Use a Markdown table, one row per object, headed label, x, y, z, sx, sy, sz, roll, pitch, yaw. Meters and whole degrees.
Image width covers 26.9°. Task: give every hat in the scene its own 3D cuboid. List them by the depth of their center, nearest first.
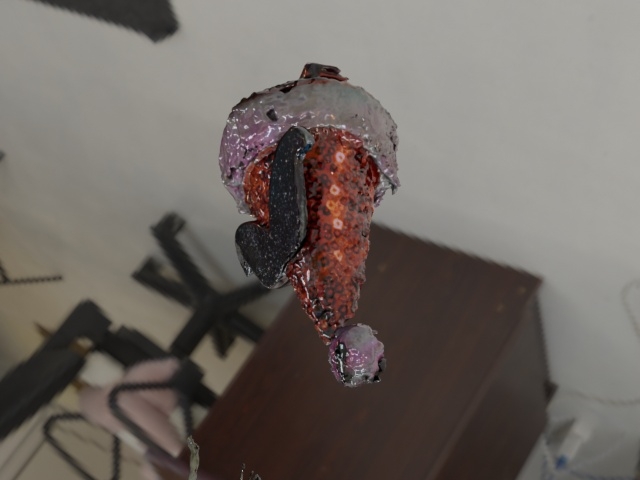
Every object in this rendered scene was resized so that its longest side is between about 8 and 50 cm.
| label | x | y | z | sx | sy | sz | roll | pitch | yaw |
| --- | --- | --- | --- | --- | --- | --- | --- | --- | --- |
| hat | -0.004 | 0.001 | 0.864 | 0.129 | 0.227 | 0.140 | 24 | 131 | -36 |

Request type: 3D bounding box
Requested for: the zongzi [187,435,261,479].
| label | x | y | z | sx | sy | sz | roll | pitch | yaw |
| --- | --- | --- | --- | --- | --- | --- | --- | --- | --- |
| zongzi | -0.229 | 0.406 | 1.115 | 0.447 | 0.418 | 0.181 | -16 | 132 | 7 |
